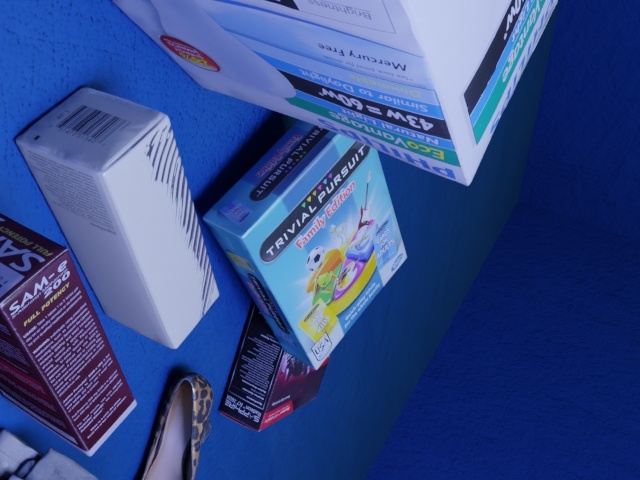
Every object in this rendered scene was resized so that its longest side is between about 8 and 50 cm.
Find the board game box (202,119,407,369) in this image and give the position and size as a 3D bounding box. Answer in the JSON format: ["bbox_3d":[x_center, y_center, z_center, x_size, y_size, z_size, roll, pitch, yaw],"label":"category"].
[{"bbox_3d":[0.000,0.000,0.978,0.254,0.079,0.336,-49,143,-21],"label":"board game box"}]

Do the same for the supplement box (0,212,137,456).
[{"bbox_3d":[-0.262,0.085,0.605,0.073,0.130,0.239,-50,153,-35],"label":"supplement box"}]

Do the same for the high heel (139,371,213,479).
[{"bbox_3d":[-0.221,0.321,0.938,0.186,0.093,0.261,95,10,-49],"label":"high heel"}]

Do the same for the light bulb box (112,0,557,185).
[{"bbox_3d":[-0.006,-0.256,0.568,0.225,0.358,0.361,-63,156,-5],"label":"light bulb box"}]

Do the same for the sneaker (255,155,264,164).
[{"bbox_3d":[-0.077,-0.036,0.990,0.077,0.072,0.178,-37,138,-33],"label":"sneaker"}]

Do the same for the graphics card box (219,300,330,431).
[{"bbox_3d":[-0.038,0.136,1.199,0.233,0.094,0.371,-4,113,-65],"label":"graphics card box"}]

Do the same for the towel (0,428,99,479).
[{"bbox_3d":[-0.286,0.385,0.624,0.324,0.312,0.056,-57,-179,-27],"label":"towel"}]

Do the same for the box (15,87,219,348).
[{"bbox_3d":[-0.195,-0.012,0.693,0.094,0.113,0.275,-53,155,-33],"label":"box"}]
